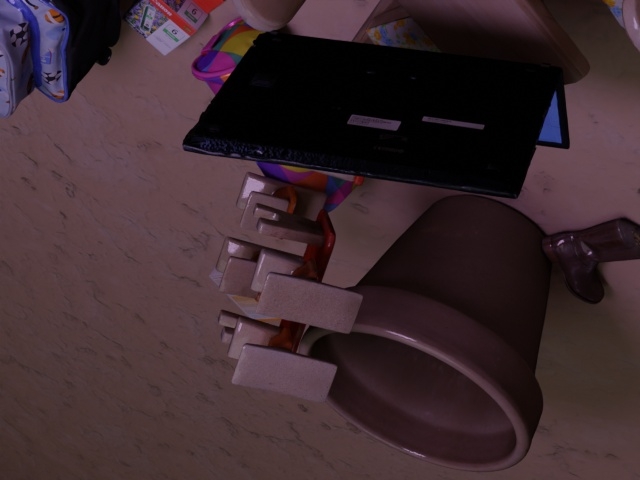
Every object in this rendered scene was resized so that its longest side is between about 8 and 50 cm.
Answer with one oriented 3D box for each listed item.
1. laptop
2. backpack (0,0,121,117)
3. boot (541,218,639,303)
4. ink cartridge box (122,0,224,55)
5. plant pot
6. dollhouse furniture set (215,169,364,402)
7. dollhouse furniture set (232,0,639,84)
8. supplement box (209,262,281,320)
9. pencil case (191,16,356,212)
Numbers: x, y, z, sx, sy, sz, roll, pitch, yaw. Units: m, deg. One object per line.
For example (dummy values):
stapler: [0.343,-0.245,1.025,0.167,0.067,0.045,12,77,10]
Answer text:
laptop: [0.056,-0.073,1.058,0.234,0.264,0.136,8,128,15]
backpack: [-0.342,-0.272,1.421,0.263,0.213,0.276,40,154,5]
boot: [0.301,0.022,1.460,0.114,0.037,0.106,-16,130,46]
ink cartridge box: [-0.154,-0.240,1.464,0.063,0.029,0.115,41,150,-17]
plant pot: [0.140,0.084,1.497,0.263,0.229,0.263,22,149,14]
dollhouse furniture set: [0.000,0.000,1.364,0.135,0.262,0.259,15,109,-13]
dollhouse furniture set: [0.033,-0.228,1.059,0.394,0.256,0.362,45,152,-25]
supplement box: [-0.092,0.064,1.872,0.062,0.036,0.098,-5,136,46]
pencil case: [-0.046,-0.124,1.480,0.104,0.104,0.236,7,142,36]
